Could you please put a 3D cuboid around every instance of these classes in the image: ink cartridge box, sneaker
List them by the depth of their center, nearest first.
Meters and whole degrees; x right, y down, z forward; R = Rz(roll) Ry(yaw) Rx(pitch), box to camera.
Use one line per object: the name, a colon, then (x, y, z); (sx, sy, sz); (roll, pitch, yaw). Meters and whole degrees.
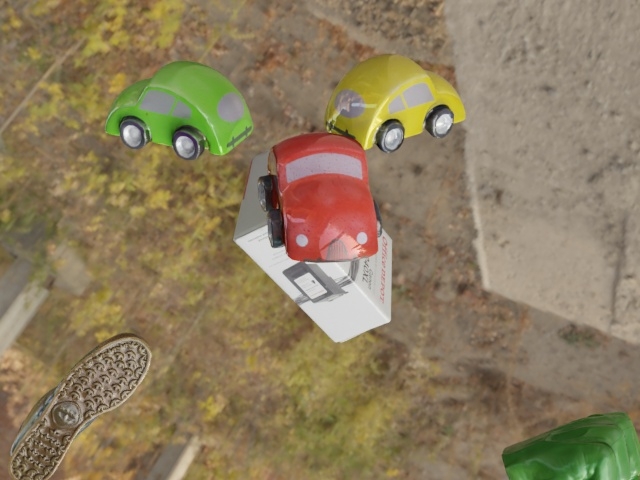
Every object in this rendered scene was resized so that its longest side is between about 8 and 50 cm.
ink cartridge box: (0.000, 0.000, 0.793); (0.063, 0.109, 0.150); (-25, 126, 26)
sneaker: (-0.258, 0.165, 0.965); (0.064, 0.192, 0.086); (42, 178, -19)

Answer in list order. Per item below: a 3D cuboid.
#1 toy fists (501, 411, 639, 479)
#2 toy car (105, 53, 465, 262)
toy fists: (0.312, 0.262, 1.083); (0.096, 0.142, 0.279); (69, -165, 17)
toy car: (-0.038, -0.078, 0.577); (0.225, 0.239, 0.053); (12, 122, 19)
